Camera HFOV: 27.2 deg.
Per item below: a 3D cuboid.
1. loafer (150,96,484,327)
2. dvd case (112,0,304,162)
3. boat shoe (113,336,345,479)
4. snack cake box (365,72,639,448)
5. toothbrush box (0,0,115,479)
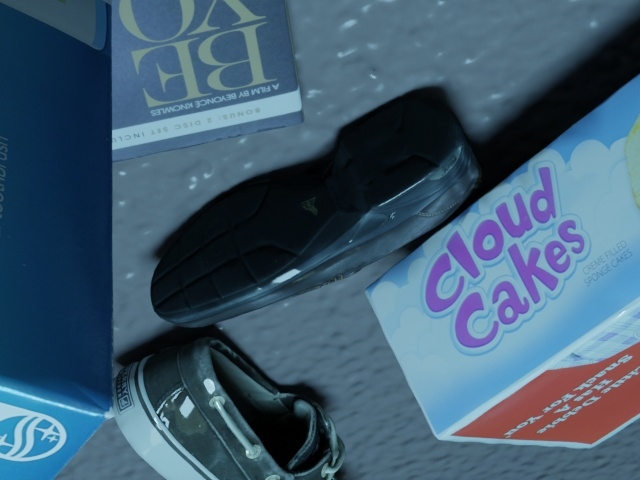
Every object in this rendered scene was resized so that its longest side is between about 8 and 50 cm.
[{"bbox_3d":[0.000,0.000,0.621,0.170,0.062,0.061,-26,143,15],"label":"loafer"},{"bbox_3d":[-0.099,-0.109,0.497,0.165,0.018,0.221,-12,140,-3],"label":"dvd case"},{"bbox_3d":[-0.025,0.126,0.744,0.070,0.077,0.219,-28,136,17],"label":"boat shoe"},{"bbox_3d":[0.172,-0.005,0.617,0.264,0.089,0.152,-40,151,27],"label":"snack cake box"},{"bbox_3d":[-0.215,-0.042,0.370,0.295,0.216,0.126,21,130,-27],"label":"toothbrush box"}]
